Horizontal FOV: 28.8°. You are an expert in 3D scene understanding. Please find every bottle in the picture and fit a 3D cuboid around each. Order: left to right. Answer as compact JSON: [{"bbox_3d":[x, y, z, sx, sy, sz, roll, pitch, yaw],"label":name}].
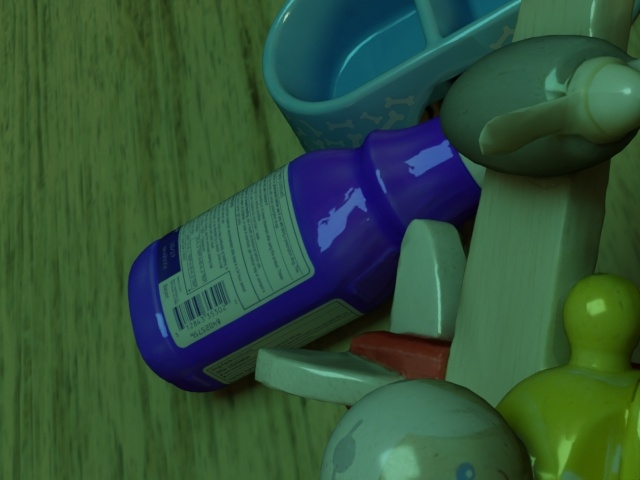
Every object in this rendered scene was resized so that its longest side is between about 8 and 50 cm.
[{"bbox_3d":[0.000,0.000,0.848,0.282,0.092,0.118,-30,51,20],"label":"bottle"}]

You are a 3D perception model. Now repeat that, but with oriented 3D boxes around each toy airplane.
[{"bbox_3d":[0.092,0.096,0.596,0.384,0.272,0.386,-45,58,34],"label":"toy airplane"}]

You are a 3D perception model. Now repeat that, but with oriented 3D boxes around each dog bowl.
[{"bbox_3d":[0.085,-0.164,0.894,0.297,0.074,0.166,-28,51,22],"label":"dog bowl"}]
